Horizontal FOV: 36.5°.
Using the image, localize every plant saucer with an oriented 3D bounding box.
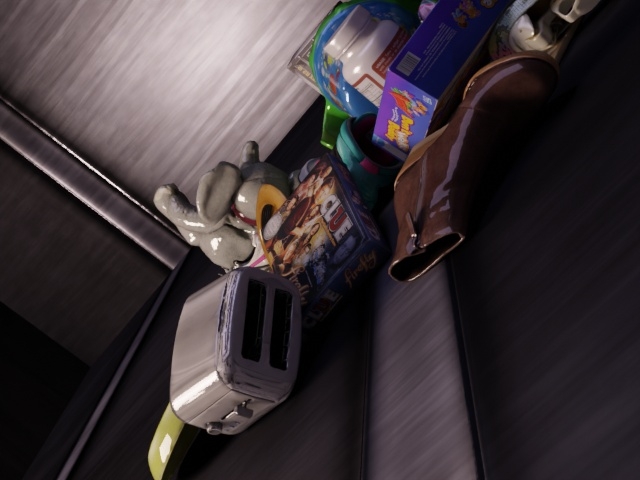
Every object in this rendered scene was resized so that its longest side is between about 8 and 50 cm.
[{"bbox_3d":[-0.189,0.238,1.400,0.241,0.037,0.241,25,-90,-87],"label":"plant saucer"}]

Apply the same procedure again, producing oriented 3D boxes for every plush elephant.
[{"bbox_3d":[-0.154,-0.078,1.969,0.255,0.272,0.330,-61,34,26],"label":"plush elephant"}]

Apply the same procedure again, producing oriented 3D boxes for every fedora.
[{"bbox_3d":[-0.045,-0.015,1.650,0.079,0.194,0.194,-16,-3,-21],"label":"fedora"}]

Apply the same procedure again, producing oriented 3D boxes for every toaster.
[{"bbox_3d":[-0.105,0.131,1.258,0.146,0.129,0.227,-34,42,46],"label":"toaster"}]

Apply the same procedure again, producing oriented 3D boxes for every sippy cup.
[{"bbox_3d":[0.107,-0.309,1.765,0.240,0.305,0.224,-8,24,-4],"label":"sippy cup"}]

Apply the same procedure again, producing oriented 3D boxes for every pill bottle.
[{"bbox_3d":[0.115,-0.272,1.550,0.121,0.216,0.121,-49,11,12],"label":"pill bottle"}]

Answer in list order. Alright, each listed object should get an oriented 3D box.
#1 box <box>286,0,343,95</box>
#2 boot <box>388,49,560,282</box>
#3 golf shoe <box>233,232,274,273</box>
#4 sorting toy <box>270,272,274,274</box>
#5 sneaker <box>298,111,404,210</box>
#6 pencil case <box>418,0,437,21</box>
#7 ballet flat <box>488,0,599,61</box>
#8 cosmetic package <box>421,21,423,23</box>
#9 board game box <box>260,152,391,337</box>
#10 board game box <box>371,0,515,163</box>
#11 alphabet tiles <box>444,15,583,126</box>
[{"bbox_3d":[0.074,-0.346,1.960,0.183,0.231,0.056,-41,17,48],"label":"box"},{"bbox_3d":[0.172,-0.078,1.085,0.248,0.090,0.207,-40,27,42],"label":"boot"},{"bbox_3d":[-0.086,0.005,1.847,0.186,0.086,0.067,-50,10,1],"label":"golf shoe"},{"bbox_3d":[-0.151,0.151,1.746,0.208,0.038,0.193,-50,10,8],"label":"sorting toy"},{"bbox_3d":[0.052,-0.128,1.573,0.178,0.124,0.295,-54,17,14],"label":"sneaker"},{"bbox_3d":[0.300,-0.504,1.826,0.284,0.124,0.124,-43,13,37],"label":"pencil case"},{"bbox_3d":[0.292,-0.287,1.204,0.221,0.077,0.079,-44,32,34],"label":"ballet flat"},{"bbox_3d":[0.272,-0.609,2.238,0.217,0.156,0.385,-52,9,-5],"label":"cosmetic package"},{"bbox_3d":[0.000,0.000,1.364,0.165,0.042,0.243,-49,31,17],"label":"board game box"},{"bbox_3d":[0.207,-0.294,1.366,0.347,0.078,0.233,-54,-8,-15],"label":"board game box"},{"bbox_3d":[0.245,-0.205,1.330,0.285,0.011,0.342,-36,18,56],"label":"alphabet tiles"}]
